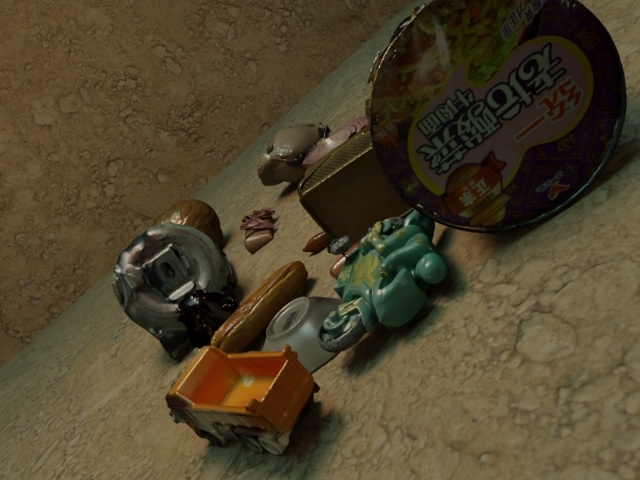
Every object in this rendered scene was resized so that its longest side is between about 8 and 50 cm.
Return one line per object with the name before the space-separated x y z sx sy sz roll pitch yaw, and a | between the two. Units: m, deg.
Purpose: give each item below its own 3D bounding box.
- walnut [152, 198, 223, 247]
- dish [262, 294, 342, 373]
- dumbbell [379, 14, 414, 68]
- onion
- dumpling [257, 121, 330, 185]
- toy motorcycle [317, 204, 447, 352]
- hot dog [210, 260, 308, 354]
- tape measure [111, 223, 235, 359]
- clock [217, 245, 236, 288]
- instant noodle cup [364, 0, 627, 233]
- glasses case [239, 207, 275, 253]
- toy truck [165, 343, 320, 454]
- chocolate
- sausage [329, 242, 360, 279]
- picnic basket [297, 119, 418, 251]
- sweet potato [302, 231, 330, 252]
walnut | -0.416 -0.023 1.832 0.228 0.228 0.228 -35 19 14
dish | -0.034 0.145 0.950 0.191 0.066 0.190 -35 19 14
dumbbell | 0.273 -0.499 1.618 0.204 0.203 0.322 -27 23 32
onion | 0.073 -0.223 1.491 0.227 0.120 0.283 -40 16 -7
dumpling | -0.069 -0.252 1.817 0.293 0.204 0.163 -33 44 -31
toy motorcycle | 0.103 0.040 0.873 0.198 0.109 0.296 -23 26 33
hot dog | -0.114 0.135 1.118 0.249 0.068 0.100 -46 7 -24
tape measure | -0.336 0.095 1.336 0.256 0.275 0.147 -40 -8 -17
clock | -0.320 0.111 1.536 0.186 0.083 0.253 -40 19 -4
instant noodle cup | 0.234 -0.204 0.879 0.340 0.339 0.266 -36 11 12
glasses case | -0.175 -0.047 1.638 0.103 0.070 0.193 -35 20 9
toy truck | -0.118 0.223 0.822 0.271 0.135 0.114 -17 30 49
chocolate | -0.231 0.153 1.202 0.156 0.133 0.156 -33 22 15
sausage | 0.053 0.040 1.073 0.083 0.034 0.034 -42 19 -3
picnic basket | 0.098 -0.119 1.146 0.267 0.165 0.139 -33 22 20
sweet potato | 0.000 0.000 1.264 0.095 0.034 0.034 -37 19 11
